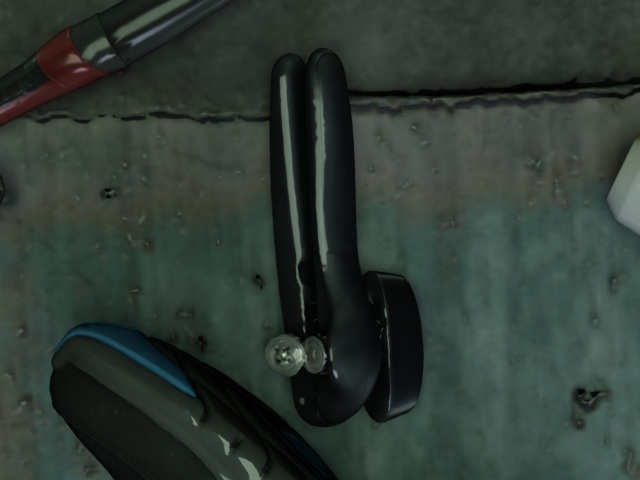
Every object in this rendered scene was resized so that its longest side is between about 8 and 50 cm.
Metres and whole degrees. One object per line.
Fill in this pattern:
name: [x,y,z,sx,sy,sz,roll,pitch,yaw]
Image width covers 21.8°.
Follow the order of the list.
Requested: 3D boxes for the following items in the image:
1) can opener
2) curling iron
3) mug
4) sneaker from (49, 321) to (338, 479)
can opener: [0.000,0.000,0.808,0.059,0.073,0.186,-11,90,40]
curling iron: [-0.107,-0.079,0.808,0.274,0.035,0.068,-36,96,3]
mug: [0.176,-0.025,0.805,0.064,0.078,0.062,25,126,8]
sneaker: [-0.020,0.184,0.777,0.139,0.125,0.341,-43,91,4]
